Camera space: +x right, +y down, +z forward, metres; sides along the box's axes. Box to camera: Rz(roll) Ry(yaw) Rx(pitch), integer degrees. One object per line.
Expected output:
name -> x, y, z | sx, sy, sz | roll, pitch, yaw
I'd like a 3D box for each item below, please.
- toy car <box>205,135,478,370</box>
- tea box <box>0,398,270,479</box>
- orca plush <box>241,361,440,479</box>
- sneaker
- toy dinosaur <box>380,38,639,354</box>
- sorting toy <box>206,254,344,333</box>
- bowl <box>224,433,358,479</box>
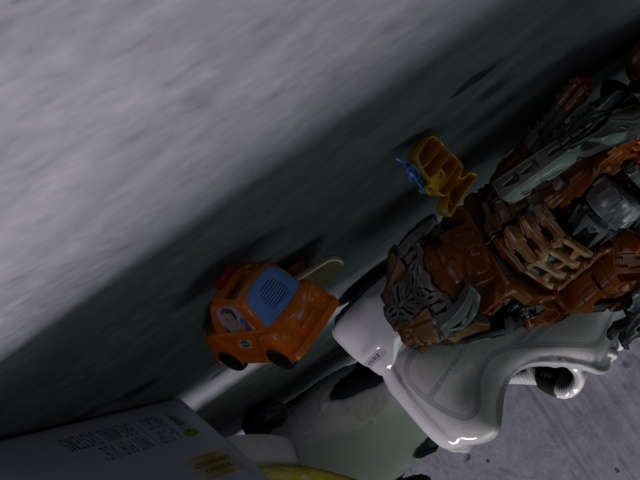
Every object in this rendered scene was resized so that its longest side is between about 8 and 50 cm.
toy car -> 0.000, 0.000, 0.647 | 0.122, 0.040, 0.060 | -46, -154, -14
tea box -> -0.070, 0.263, 0.709 | 0.220, 0.323, 0.329 | -52, 166, 10
orca plush -> 0.029, 0.099, 1.156 | 0.151, 0.102, 0.287 | 16, 140, -12
sneaker -> 0.148, 0.022, 0.967 | 0.292, 0.118, 0.110 | -31, 168, -24
toy dinosaur -> 0.186, -0.036, 0.747 | 0.322, 0.164, 0.218 | -15, 162, 24
sorting toy -> -0.020, 0.021, 0.712 | 0.062, 0.012, 0.083 | -26, 172, -13
bowl -> -0.052, 0.222, 1.087 | 0.289, 0.156, 0.289 | -13, 155, -6
